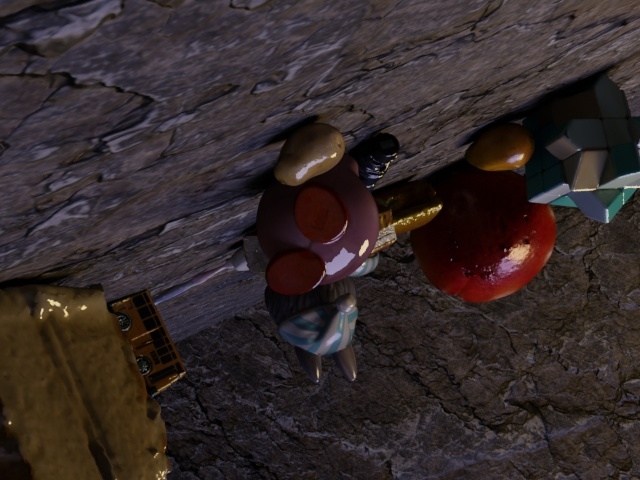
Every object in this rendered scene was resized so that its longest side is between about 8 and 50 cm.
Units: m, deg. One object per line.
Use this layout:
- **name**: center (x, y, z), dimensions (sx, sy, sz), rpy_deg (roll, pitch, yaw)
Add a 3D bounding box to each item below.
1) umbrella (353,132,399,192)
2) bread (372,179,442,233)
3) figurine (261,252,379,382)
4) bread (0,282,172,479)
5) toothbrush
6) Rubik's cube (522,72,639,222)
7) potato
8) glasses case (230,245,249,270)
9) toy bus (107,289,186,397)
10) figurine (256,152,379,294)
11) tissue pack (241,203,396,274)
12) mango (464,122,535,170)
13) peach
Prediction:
- **umbrella**: center (0.059, -0.097, 1.129), dimensions (0.071, 0.080, 0.224), rpy_deg (12, 161, -11)
- **bread**: center (0.158, -0.063, 1.638), dimensions (0.172, 0.103, 0.132), rpy_deg (-21, 173, -24)
- **figurine**: center (0.050, 0.173, 2.000), dimensions (0.361, 0.377, 0.266), rpy_deg (-27, 174, 32)
- **bread**: center (-0.433, 0.279, 0.967), dimensions (0.390, 0.371, 0.279), rpy_deg (-30, 169, 16)
- **toothbrush**: center (-0.278, 0.091, 1.640), dimensions (0.269, 0.021, 0.027), rpy_deg (-25, 169, 11)
- **Rubik's cube**: center (0.510, -0.166, 1.441), dimensions (0.225, 0.265, 0.213), rpy_deg (4, 165, -18)
- **potato**: center (-0.014, -0.094, 0.841), dimensions (0.083, 0.062, 0.068), rpy_deg (-52, 148, -8)
- **glasses case**: center (-0.070, 0.004, 1.515), dimensions (0.233, 0.059, 0.092), rpy_deg (-21, 172, -28)
- **toy bus**: center (-0.354, 0.210, 1.509), dimensions (0.114, 0.201, 0.098), rpy_deg (-23, 174, -41)
- **figurine**: center (-0.003, -0.026, 1.024), dimensions (0.173, 0.173, 0.173), rpy_deg (-24, 174, -3)
- **tissue pack**: center (0.000, 0.000, 1.375), dimensions (0.183, 0.091, 0.226), rpy_deg (6, -157, 45)
- **mango**: center (0.348, -0.175, 1.467), dimensions (0.115, 0.089, 0.165), rpy_deg (-10, 177, -4)
- **peach**: center (0.388, -0.014, 1.842), dimensions (0.370, 0.370, 0.370), rpy_deg (-24, 174, -3)
